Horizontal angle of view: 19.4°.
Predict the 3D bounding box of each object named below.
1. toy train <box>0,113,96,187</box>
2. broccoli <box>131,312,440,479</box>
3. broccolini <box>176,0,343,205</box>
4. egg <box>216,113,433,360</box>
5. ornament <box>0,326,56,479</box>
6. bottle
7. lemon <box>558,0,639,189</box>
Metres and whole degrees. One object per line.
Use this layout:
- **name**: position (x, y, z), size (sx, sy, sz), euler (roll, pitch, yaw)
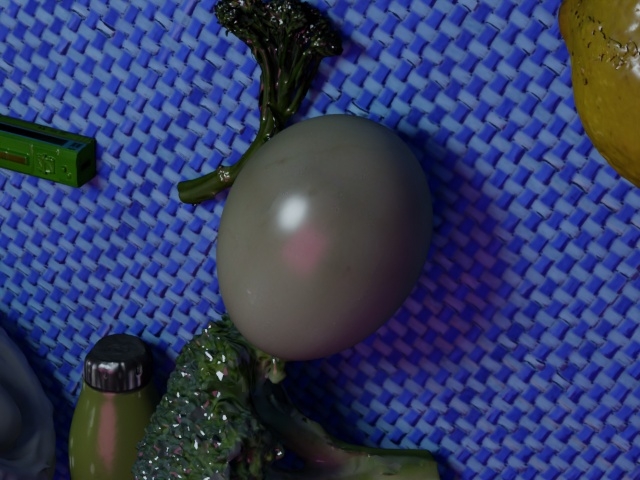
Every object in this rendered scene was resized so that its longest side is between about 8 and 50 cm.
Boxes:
- **toy train**: position (-0.326, -0.099, 1.888), size (0.209, 0.042, 0.044), euler (14, 121, 20)
- **broccoli**: position (-0.056, 0.246, 1.837), size (0.249, 0.302, 0.375), euler (-8, 84, 53)
- **broccolini**: position (-0.085, -0.133, 1.742), size (0.123, 0.062, 0.271), euler (47, 130, 10)
- **egg**: position (0.000, 0.000, 1.677), size (0.186, 0.186, 0.242), euler (35, 118, 7)
- **ornament**: position (-0.446, 0.220, 1.938), size (0.337, 0.337, 0.337), euler (12, 121, 22)
- **bottle**: position (-0.206, 0.222, 1.954), size (0.112, 0.112, 0.260), euler (13, 120, 22)
- **lemon**: position (0.328, -0.134, 1.392), size (0.310, 0.258, 0.258), euler (18, 123, 26)
